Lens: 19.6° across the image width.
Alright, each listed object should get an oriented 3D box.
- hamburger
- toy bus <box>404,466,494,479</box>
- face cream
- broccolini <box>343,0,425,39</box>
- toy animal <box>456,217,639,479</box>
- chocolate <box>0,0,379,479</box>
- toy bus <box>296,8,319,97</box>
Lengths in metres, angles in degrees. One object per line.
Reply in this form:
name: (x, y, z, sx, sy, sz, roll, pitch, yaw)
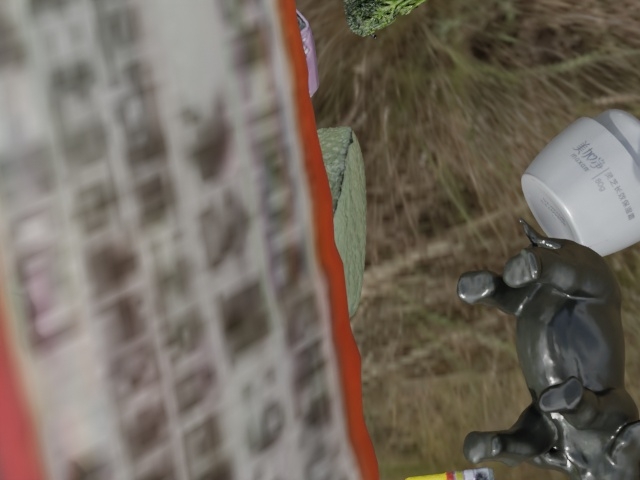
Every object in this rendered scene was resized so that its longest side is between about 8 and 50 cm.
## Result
hamburger: (-0.004, 0.001, 0.992, 0.054, 0.121, 0.084, -5, 131, 9)
toy bus: (0.068, 0.157, 1.028, 0.058, 0.102, 0.052, -6, 77, -3)
face cream: (0.238, -0.046, 1.574, 0.104, 0.117, 0.117, -32, 96, -9)
broccolini: (0.116, -0.236, 1.570, 0.239, 0.051, 0.054, -23, 112, 33)
toy animal: (0.174, 0.107, 1.267, 0.114, 0.146, 0.245, -2, 82, 34)
chocolate: (-0.147, 0.027, 0.562, 0.341, 0.161, 0.360, 6, 113, 44)
toy bus: (-0.088, -0.169, 1.314, 0.096, 0.108, 0.199, -36, 61, -10)
